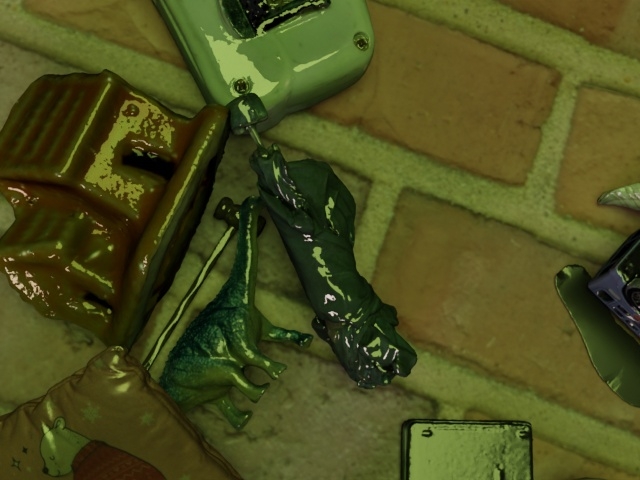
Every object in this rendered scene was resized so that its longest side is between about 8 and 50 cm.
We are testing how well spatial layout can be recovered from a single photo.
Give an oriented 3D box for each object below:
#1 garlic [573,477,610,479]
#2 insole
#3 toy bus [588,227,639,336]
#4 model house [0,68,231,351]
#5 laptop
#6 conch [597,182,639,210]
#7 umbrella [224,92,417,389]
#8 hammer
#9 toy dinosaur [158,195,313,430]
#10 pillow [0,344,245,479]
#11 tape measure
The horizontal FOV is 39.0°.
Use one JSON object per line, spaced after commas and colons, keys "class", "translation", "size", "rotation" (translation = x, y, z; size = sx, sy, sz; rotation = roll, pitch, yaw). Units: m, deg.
{"class": "garlic", "translation": [0.300, 0.365, 0.943], "size": [0.178, 0.143, 0.229], "rotation": [21, 68, -11]}
{"class": "insole", "translation": [0.338, 0.113, 1.074], "size": [0.064, 0.004, 0.188], "rotation": [-28, 83, -11]}
{"class": "toy bus", "translation": [0.454, 0.107, 1.024], "size": [0.292, 0.133, 0.125], "rotation": [44, 73, 5]}
{"class": "model house", "translation": [-0.248, -0.047, 0.957], "size": [0.239, 0.173, 0.268], "rotation": [26, 80, 0]}
{"class": "laptop", "translation": [0.165, 0.305, 1.010], "size": [0.153, 0.026, 0.207], "rotation": [3, 80, -6]}
{"class": "conch", "translation": [0.466, -0.038, 1.048], "size": [0.233, 0.137, 0.114], "rotation": [-1, 63, -12]}
{"class": "umbrella", "translation": [0.003, -0.001, 0.965], "size": [0.094, 0.143, 0.349], "rotation": [-29, 94, -19]}
{"class": "hammer", "translation": [-0.159, 0.085, 1.021], "size": [0.058, 0.029, 0.292], "rotation": [30, 80, 3]}
{"class": "toy dinosaur", "translation": [-0.111, 0.130, 0.990], "size": [0.147, 0.076, 0.363], "rotation": [32, 86, 10]}
{"class": "pillow", "translation": [-0.222, 0.234, 0.920], "size": [0.236, 0.084, 0.223], "rotation": [-30, 107, 11]}
{"class": "tape measure", "translation": [-0.072, -0.265, 1.042], "size": [0.246, 0.125, 0.243], "rotation": [-28, 84, -9]}
